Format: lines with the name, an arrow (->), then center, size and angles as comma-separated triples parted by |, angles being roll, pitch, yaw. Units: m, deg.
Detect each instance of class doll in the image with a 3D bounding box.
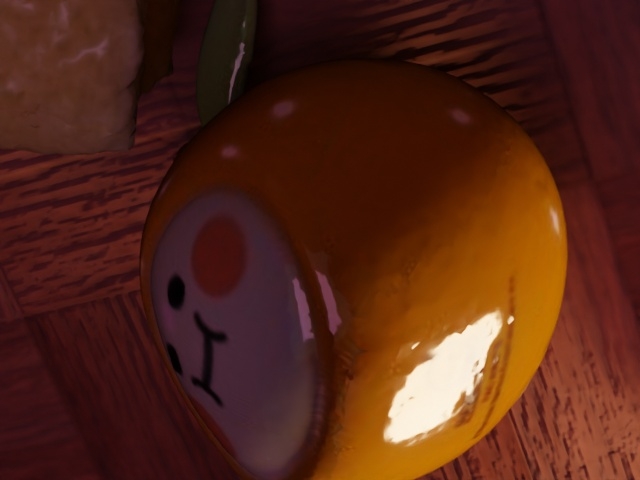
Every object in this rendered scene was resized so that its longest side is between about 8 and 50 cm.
doll -> 0.000, 0.000, 0.822 | 0.236, 0.213, 0.213 | 43, 129, 39

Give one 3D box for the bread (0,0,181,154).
bread -> -0.161, -0.237, 0.729 | 0.237, 0.165, 0.375 | 12, 119, 1
